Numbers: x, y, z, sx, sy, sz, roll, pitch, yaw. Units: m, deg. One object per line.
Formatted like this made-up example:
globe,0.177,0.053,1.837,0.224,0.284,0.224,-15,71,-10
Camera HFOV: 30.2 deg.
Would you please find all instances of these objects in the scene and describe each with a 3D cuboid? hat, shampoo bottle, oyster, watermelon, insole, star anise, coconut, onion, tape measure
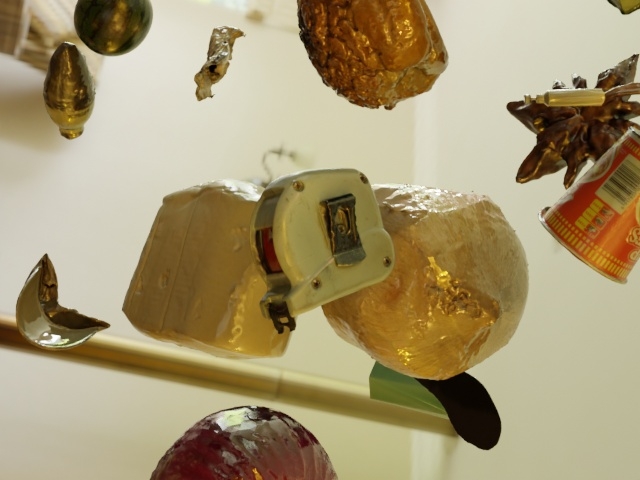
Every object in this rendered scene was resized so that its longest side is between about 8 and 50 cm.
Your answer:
hat,-0.464,0.133,1.979,0.144,0.166,0.173,-37,-174,43
shampoo bottle,0.435,-0.255,2.121,0.049,0.141,0.034,-68,157,-78
oyster,-0.204,-0.333,2.218,0.200,0.061,0.106,-63,172,-65
watermelon,-0.369,-0.428,2.168,0.187,0.141,0.140,-57,-168,10
insole,0.278,0.317,2.483,0.348,0.009,0.119,44,-68,51
star anise,0.512,-0.229,2.228,0.109,0.349,0.292,33,66,-64
coconut,0.217,0.081,2.276,0.404,0.405,0.404,-168,-90,-82
onion,-0.092,0.330,1.543,0.256,0.272,0.230,-51,144,-62
tape measure,0.000,0.001,1.976,0.125,0.243,0.246,-8,-80,53

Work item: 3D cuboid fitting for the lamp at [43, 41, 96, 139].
lamp,-0.484,-0.287,2.278,0.250,0.101,0.101,100,-3,-53

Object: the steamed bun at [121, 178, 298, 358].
steamed bun,-0.188,0.065,2.497,0.456,0.290,0.371,11,-99,55

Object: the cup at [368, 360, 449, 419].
cup,0.249,0.339,2.789,0.148,0.236,0.134,-69,156,-12

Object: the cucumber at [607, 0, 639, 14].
cucumber,0.436,-0.385,1.627,0.116,0.115,0.062,58,-1,-41

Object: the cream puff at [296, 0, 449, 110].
cream puff,0.081,-0.380,2.122,0.343,0.231,0.327,-104,170,-67

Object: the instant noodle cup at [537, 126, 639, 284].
instant noodle cup,0.493,-0.068,1.949,0.212,0.193,0.193,-54,-165,17
